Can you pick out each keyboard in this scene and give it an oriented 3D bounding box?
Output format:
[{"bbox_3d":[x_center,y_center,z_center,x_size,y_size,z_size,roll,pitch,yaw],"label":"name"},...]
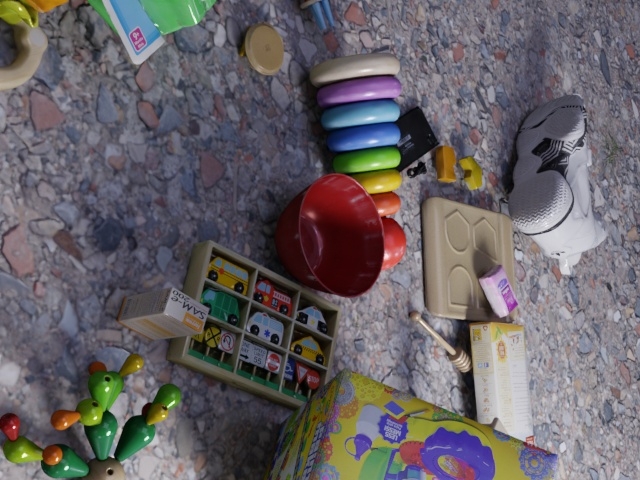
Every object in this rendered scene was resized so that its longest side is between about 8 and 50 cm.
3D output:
[{"bbox_3d":[0.144,-0.154,1.640,0.180,0.023,0.108,-36,101,-44],"label":"keyboard"}]

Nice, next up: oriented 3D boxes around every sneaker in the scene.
[{"bbox_3d":[0.485,-0.111,1.919,0.210,0.137,0.365,51,46,-36],"label":"sneaker"}]

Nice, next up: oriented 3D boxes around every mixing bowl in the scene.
[{"bbox_3d":[0.000,0.000,1.393,0.181,0.098,0.181,14,70,-44],"label":"mixing bowl"}]

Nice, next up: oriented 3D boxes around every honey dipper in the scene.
[{"bbox_3d":[0.203,0.170,1.627,0.161,0.030,0.030,42,53,-28],"label":"honey dipper"}]

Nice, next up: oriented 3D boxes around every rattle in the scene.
[{"bbox_3d":[-0.355,-0.213,1.038,0.199,0.143,0.130,-54,138,-46],"label":"rattle"}]

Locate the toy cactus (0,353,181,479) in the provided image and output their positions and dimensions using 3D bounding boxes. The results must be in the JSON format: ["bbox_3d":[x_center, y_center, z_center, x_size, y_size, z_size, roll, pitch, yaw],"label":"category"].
[{"bbox_3d":[-0.258,0.231,1.083,0.219,0.112,0.180,-19,114,-50],"label":"toy cactus"}]

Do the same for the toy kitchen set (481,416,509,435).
[{"bbox_3d":[0.240,0.397,1.510,0.207,0.166,0.122,58,46,-20],"label":"toy kitchen set"}]

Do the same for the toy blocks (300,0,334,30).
[{"bbox_3d":[0.004,-0.415,1.524,0.123,0.054,0.148,-31,104,-46],"label":"toy blocks"}]

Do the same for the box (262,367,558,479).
[{"bbox_3d":[0.092,0.329,1.207,0.290,0.279,0.177,24,61,-9],"label":"box"}]

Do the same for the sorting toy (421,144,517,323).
[{"bbox_3d":[0.263,-0.007,1.726,0.229,0.041,0.307,9,74,-41],"label":"sorting toy"}]

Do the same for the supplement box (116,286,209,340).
[{"bbox_3d":[-0.192,0.090,1.166,0.062,0.098,0.036,36,57,-37],"label":"supplement box"}]

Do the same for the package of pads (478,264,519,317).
[{"bbox_3d":[0.317,0.090,1.702,0.050,0.032,0.083,-35,104,-39],"label":"package of pads"}]

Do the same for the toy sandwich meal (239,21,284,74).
[{"bbox_3d":[-0.088,-0.285,1.417,0.086,0.029,0.085,6,82,-45],"label":"toy sandwich meal"}]

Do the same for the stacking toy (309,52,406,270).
[{"bbox_3d":[0.075,-0.116,1.483,0.141,0.141,0.330,-11,93,-48],"label":"stacking toy"}]

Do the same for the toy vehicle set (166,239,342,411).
[{"bbox_3d":[-0.083,0.127,1.321,0.267,0.035,0.166,29,61,-39],"label":"toy vehicle set"}]

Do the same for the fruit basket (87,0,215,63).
[{"bbox_3d":[-0.221,-0.434,1.140,0.327,0.166,0.353,-68,147,-52],"label":"fruit basket"}]

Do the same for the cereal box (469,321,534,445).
[{"bbox_3d":[0.324,0.267,1.695,0.173,0.047,0.240,14,71,-58],"label":"cereal box"}]
